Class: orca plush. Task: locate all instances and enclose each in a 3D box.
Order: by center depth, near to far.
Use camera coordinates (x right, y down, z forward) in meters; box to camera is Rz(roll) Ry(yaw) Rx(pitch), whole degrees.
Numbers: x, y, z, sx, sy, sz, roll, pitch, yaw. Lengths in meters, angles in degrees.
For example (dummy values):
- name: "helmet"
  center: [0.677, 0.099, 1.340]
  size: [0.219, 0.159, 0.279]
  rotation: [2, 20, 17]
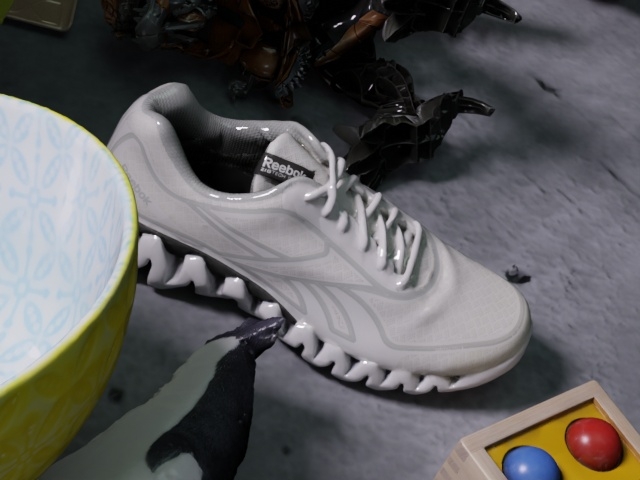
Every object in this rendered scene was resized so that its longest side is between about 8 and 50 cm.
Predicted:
- name: "orca plush"
  center: [-0.106, 0.157, 0.839]
  size: [0.151, 0.102, 0.287]
  rotation: [-11, 24, 27]

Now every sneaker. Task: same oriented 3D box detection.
- name: "sneaker"
  center: [0.000, 0.000, 0.981]
  size: [0.292, 0.118, 0.110]
  rotation: [22, 43, -5]

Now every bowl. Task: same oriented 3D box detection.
- name: "bowl"
  center: [-0.223, 0.062, 0.778]
  size: [0.290, 0.156, 0.289]
  rotation: [-2, 36, 1]

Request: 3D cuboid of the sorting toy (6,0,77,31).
- name: "sorting toy"
  center: [-0.198, -0.179, 1.129]
  size: [0.062, 0.012, 0.083]
  rotation: [10, 50, -8]

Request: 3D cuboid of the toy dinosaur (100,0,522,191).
- name: "toy dinosaur"
  center: [0.018, -0.173, 1.132]
  size: [0.322, 0.164, 0.218]
  rotation: [-29, 47, -16]

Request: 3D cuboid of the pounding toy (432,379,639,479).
- name: "pounding toy"
  center: [0.159, 0.156, 0.916]
  size: [0.130, 0.100, 0.141]
  rotation: [-18, 59, -34]

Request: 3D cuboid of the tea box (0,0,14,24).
- name: "tea box"
  center: [-0.304, -0.277, 0.928]
  size: [0.220, 0.323, 0.329]
  rotation: [4, 46, -42]
